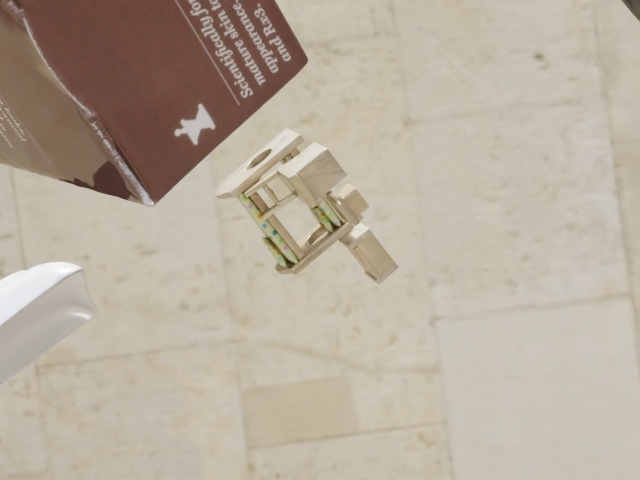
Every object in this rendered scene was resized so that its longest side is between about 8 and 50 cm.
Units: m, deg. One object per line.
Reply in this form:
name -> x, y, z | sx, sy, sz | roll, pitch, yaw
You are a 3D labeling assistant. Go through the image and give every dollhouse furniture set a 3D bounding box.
dollhouse furniture set -> 0.000, 0.000, 1.206 | 0.182, 0.101, 0.161 | 52, 175, -18

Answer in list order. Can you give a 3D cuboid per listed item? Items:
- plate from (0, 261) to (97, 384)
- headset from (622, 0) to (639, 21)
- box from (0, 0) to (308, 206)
plate -> -0.333, 0.114, 1.126 | 0.045, 0.278, 0.277 | 53, 168, 4
headset -> 0.345, -0.188, 0.676 | 0.185, 0.394, 0.243 | 134, 153, -79
box -> -0.200, -0.157, 0.767 | 0.381, 0.143, 0.191 | 18, 146, 52
